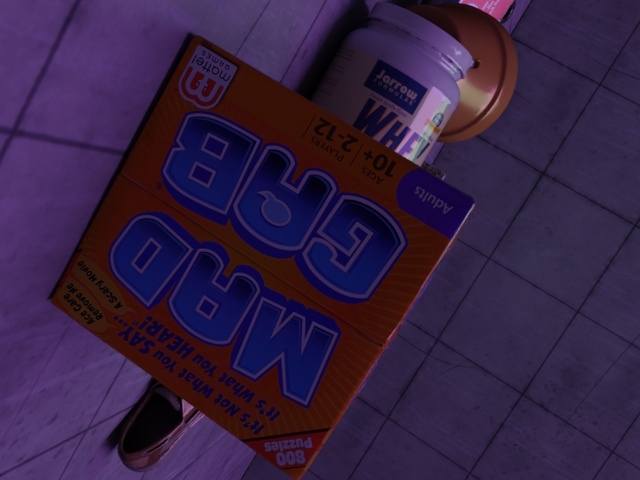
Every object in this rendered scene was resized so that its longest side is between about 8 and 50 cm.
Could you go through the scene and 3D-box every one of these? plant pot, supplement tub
[{"bbox_3d":[0.233,-0.355,1.363,0.203,0.291,0.291,-4,127,-57],"label":"plant pot"},{"bbox_3d":[0.098,-0.223,1.175,0.325,0.235,0.235,-60,169,8],"label":"supplement tub"}]

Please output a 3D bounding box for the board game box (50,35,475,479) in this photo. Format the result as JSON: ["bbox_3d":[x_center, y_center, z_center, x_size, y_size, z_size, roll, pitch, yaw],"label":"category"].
[{"bbox_3d":[-0.040,0.011,0.882,0.356,0.356,0.356,-59,170,8],"label":"board game box"}]

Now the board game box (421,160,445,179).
[{"bbox_3d":[0.220,-0.163,1.886,0.141,0.232,0.291,-58,168,1],"label":"board game box"}]

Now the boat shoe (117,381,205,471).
[{"bbox_3d":[-0.277,0.311,1.315,0.324,0.123,0.116,-55,167,-21],"label":"boat shoe"}]

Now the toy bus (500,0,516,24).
[{"bbox_3d":[0.394,-0.638,1.640,0.211,0.149,0.220,-22,144,-45],"label":"toy bus"}]

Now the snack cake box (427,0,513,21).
[{"bbox_3d":[0.314,-0.498,1.537,0.152,0.089,0.264,19,111,-41],"label":"snack cake box"}]
